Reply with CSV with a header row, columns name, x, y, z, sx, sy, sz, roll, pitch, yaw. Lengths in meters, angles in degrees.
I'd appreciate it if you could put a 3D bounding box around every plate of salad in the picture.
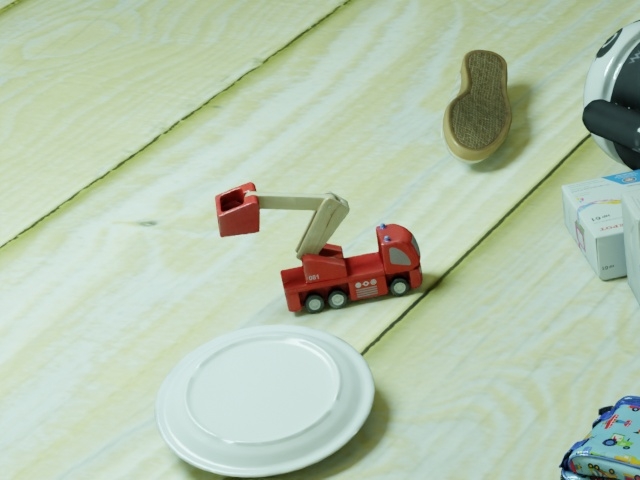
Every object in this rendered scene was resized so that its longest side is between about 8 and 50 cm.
name,x,y,z,sx,sy,sz,roll,pitch,yaw
plate of salad,-0.050,0.148,1.747,0.200,0.048,0.200,-5,39,4

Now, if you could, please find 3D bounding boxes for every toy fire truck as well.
name,x,y,z,sx,sy,sz,roll,pitch,yaw
toy fire truck,0.000,0.000,1.908,0.192,0.135,0.047,-11,28,-2

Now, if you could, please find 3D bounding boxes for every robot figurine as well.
name,x,y,z,sx,sy,sz,roll,pitch,yaw
robot figurine,0.397,-0.134,1.986,0.278,0.209,0.173,29,87,50

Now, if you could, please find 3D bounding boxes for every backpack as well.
name,x,y,z,sx,sy,sz,roll,pitch,yaw
backpack,0.286,0.181,1.512,0.158,0.116,0.173,14,34,36

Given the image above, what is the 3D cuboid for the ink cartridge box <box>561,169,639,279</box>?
name,x,y,z,sx,sy,sz,roll,pitch,yaw
ink cartridge box,0.301,-0.017,1.933,0.089,0.052,0.122,-12,30,-5

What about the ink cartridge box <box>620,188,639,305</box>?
name,x,y,z,sx,sy,sz,roll,pitch,yaw
ink cartridge box,0.382,-0.005,1.830,0.181,0.104,0.061,-10,29,-3

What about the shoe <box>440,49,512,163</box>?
name,x,y,z,sx,sy,sz,roll,pitch,yaw
shoe,0.179,-0.142,2.207,0.077,0.058,0.219,15,35,3
